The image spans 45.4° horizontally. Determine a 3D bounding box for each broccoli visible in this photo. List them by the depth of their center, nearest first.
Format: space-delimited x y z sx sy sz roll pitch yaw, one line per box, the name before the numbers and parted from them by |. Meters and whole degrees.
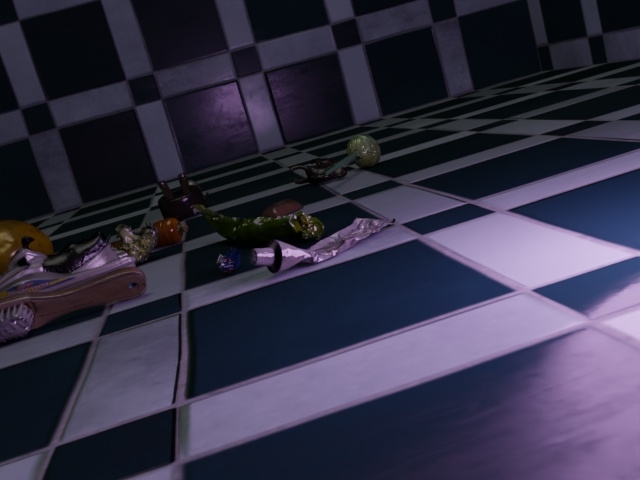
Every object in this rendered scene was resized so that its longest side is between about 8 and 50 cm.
broccoli | -0.392 0.004 1.601 0.097 0.092 0.095 -20 24 42

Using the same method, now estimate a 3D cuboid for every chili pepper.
chili pepper | -0.133 -0.027 1.453 0.084 0.076 0.359 10 -4 -40

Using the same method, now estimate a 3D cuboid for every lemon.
lemon | -0.659 0.036 1.635 0.170 0.170 0.207 -15 8 2

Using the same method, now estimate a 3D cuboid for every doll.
doll | 0.007 -0.187 2.076 0.165 0.057 0.139 3 19 34

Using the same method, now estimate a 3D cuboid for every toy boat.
toy boat | -0.156 0.034 1.283 0.038 0.038 0.083 -14 12 9
toy boat | -0.481 0.054 1.409 0.269 0.141 0.140 -6 6 -26

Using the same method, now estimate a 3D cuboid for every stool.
stool | -0.387 -0.127 2.167 0.125 0.121 0.217 -14 17 18

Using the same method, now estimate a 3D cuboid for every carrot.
carrot | -0.413 -0.003 1.768 0.256 0.061 0.061 -14 11 27

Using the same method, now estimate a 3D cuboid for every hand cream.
hand cream | 0.001 0.004 1.197 0.257 0.050 0.084 -17 12 -38

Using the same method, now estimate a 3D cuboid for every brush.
brush | -0.444 0.115 1.244 0.327 0.070 0.065 -16 30 -10

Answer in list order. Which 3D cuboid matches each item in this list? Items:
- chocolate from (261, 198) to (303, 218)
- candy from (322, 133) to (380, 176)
chocolate | -0.085 -0.073 1.716 0.100 0.031 0.064 -24 18 -40
candy | 0.073 -0.210 2.001 0.092 0.093 0.335 0 18 24
